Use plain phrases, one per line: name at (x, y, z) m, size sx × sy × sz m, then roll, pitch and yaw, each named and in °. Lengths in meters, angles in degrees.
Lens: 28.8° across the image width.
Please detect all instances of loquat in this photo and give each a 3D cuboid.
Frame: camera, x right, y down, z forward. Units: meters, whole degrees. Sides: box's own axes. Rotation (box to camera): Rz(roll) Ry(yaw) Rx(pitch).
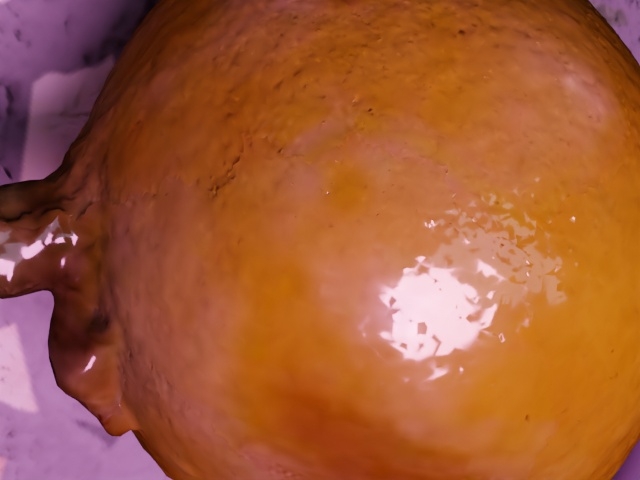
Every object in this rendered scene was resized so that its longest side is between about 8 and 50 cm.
loquat at (0.000, 0.000, 0.622) m, size 0.359 × 0.328 × 0.328 m, roll -1°, pitch 103°, yaw -20°

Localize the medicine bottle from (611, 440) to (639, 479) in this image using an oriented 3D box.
medicine bottle at (0.324, 0.218, 0.924) m, size 0.245 × 0.245 × 0.290 m, roll -8°, pitch 105°, yaw -31°
